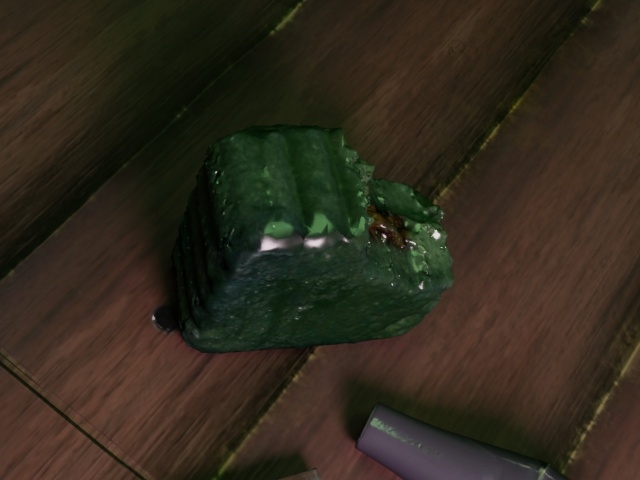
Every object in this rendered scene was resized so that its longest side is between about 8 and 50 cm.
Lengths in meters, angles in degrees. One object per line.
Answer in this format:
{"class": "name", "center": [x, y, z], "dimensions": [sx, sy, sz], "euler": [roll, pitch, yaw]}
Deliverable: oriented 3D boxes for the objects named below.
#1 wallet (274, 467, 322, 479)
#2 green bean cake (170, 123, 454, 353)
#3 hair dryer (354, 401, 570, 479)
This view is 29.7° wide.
{"class": "wallet", "center": [-0.085, 0.332, 1.309], "dimensions": [0.230, 0.042, 0.124], "euler": [-11, 69, -25]}
{"class": "green bean cake", "center": [0.000, 0.000, 1.376], "dimensions": [0.307, 0.300, 0.169], "euler": [-1, 62, -21]}
{"class": "hair dryer", "center": [0.131, 0.376, 1.340], "dimensions": [0.301, 0.121, 0.361], "euler": [27, 61, 6]}
